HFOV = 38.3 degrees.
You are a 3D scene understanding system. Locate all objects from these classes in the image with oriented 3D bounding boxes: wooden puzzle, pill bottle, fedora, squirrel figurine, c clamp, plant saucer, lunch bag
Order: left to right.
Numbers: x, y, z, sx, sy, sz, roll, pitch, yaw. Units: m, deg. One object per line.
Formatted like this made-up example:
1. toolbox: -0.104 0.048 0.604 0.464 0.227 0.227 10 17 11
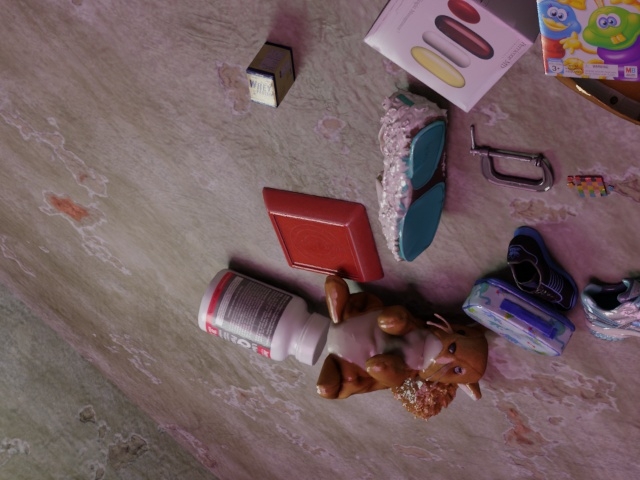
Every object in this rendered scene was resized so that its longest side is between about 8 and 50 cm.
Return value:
1. pill bottle: -0.140 0.205 2.386 0.318 0.176 0.176 21 147 13
2. plant saucer: 0.000 0.000 2.121 0.258 0.048 0.259 11 143 25
3. squirrel figurine: 0.220 0.268 2.181 0.370 0.281 0.397 -1 158 19
4. c clamp: 0.349 -0.140 1.689 0.160 0.022 0.137 16 145 20
5. lunch bag: 0.418 0.162 1.945 0.219 0.090 0.176 30 173 2
6. wooden puzzle: 0.486 -0.097 1.659 0.083 0.006 0.049 2 139 35
7. fedora: 0.439 -0.246 1.389 0.194 0.194 0.079 29 111 -1

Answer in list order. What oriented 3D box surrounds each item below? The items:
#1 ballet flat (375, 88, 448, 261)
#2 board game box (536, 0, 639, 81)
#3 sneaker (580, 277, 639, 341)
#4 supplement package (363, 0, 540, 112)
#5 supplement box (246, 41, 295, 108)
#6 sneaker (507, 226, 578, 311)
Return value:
1. ballet flat: 0.168 -0.130 1.772 0.147 0.147 0.409 19 143 15
2. board game box: 0.375 -0.369 1.243 0.144 0.142 0.275 9 143 27
3. sneaker: 0.631 0.133 1.776 0.283 0.110 0.122 -4 132 40
4. supplement package: 0.211 -0.343 1.395 0.203 0.149 0.194 33 147 -5
5. supplement box: -0.092 -0.310 1.728 0.056 0.083 0.083 17 146 18
6. sneaker: 0.441 0.081 1.858 0.081 0.090 0.232 -10 131 44
